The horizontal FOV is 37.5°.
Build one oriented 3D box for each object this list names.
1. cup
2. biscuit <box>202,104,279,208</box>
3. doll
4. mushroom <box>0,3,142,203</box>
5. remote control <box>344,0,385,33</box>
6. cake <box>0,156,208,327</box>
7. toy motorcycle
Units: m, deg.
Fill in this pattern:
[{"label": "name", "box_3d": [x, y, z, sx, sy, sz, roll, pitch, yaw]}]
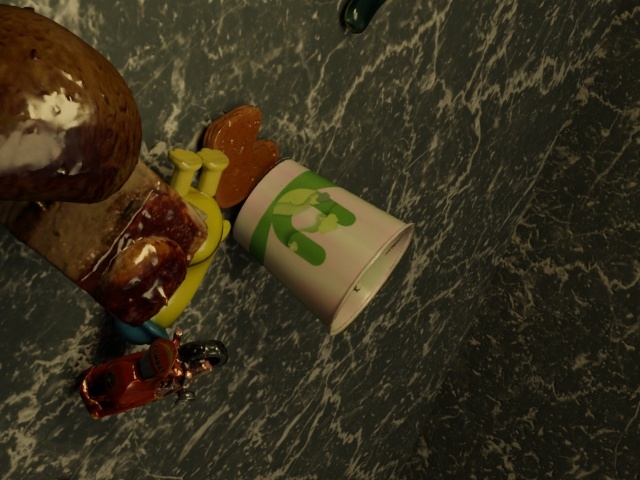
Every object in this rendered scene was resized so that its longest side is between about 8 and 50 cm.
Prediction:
[{"label": "cup", "box_3d": [0.000, 0.000, 1.732, 0.253, 0.274, 0.253, -48, 165, -17]}, {"label": "biscuit", "box_3d": [-0.137, -0.154, 1.632, 0.186, 0.036, 0.192, -42, 149, -37]}, {"label": "doll", "box_3d": [-0.233, 0.024, 1.527, 0.199, 0.145, 0.363, -6, 126, -42]}, {"label": "mushroom", "box_3d": [-0.380, -0.080, 0.989, 0.356, 0.334, 0.331, -67, 154, -7]}, {"label": "remote control", "box_3d": [0.115, -0.477, 1.738, 0.222, 0.042, 0.072, -55, 151, -11]}, {"label": "cake", "box_3d": [-0.275, -0.026, 1.234, 0.199, 0.293, 0.196, -50, 153, -10]}, {"label": "toy motorcycle", "box_3d": [-0.294, 0.231, 1.567, 0.298, 0.089, 0.171, -28, 153, 31]}]
